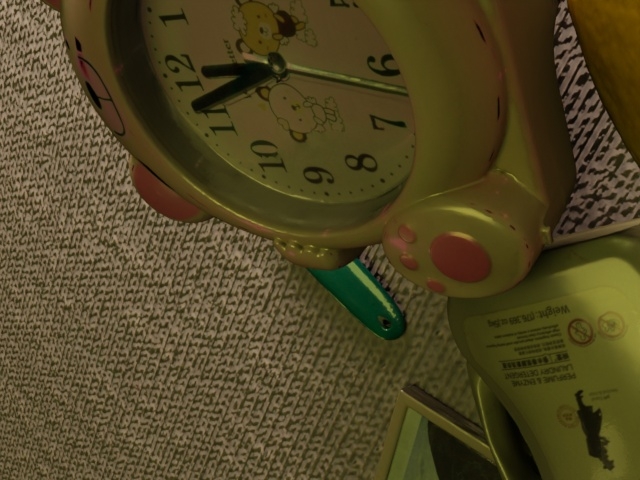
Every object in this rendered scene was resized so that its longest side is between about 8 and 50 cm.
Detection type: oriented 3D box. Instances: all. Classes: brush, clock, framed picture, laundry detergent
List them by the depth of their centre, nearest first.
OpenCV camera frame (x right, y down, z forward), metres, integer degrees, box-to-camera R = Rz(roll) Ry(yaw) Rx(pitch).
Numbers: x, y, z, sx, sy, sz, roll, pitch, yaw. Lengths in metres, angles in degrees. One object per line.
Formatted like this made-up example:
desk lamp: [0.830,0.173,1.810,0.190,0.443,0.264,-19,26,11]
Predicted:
clock: [-0.023,-0.107,0.548,0.309,0.114,0.284,4,133,35]
laundry detergent: [0.178,0.122,0.573,0.181,0.091,0.253,-16,92,41]
framed picture: [0.098,0.230,0.726,0.150,0.015,0.203,30,121,31]
brush: [0.000,0.000,0.741,0.193,0.032,0.043,46,124,7]

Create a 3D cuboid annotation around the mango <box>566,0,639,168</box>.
mango: [0.207,-0.129,0.443,0.195,0.142,0.331,9,113,45]
